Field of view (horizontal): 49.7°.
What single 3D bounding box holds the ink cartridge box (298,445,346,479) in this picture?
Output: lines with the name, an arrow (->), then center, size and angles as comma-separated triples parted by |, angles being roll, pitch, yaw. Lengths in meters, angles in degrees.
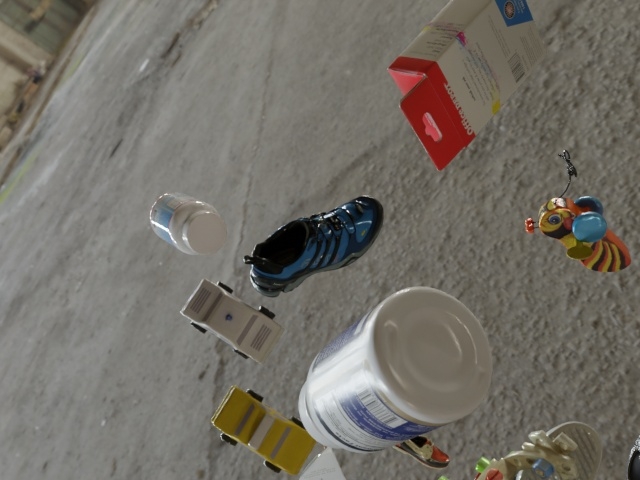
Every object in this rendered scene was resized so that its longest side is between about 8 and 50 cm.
ink cartridge box -> 0.009, 0.324, 0.736 | 0.232, 0.066, 0.189 | -154, 55, -76

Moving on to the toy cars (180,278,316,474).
toy cars -> -0.133, 0.240, 1.245 | 0.176, 0.394, 0.087 | -17, -11, -5

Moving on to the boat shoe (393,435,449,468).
boat shoe -> 0.203, 0.417, 1.397 | 0.043, 0.137, 0.049 | -64, 0, 24

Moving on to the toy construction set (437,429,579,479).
toy construction set -> 0.307, 0.452, 1.237 | 0.327, 0.215, 0.151 | -25, 45, -24

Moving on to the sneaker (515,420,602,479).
sneaker -> 0.446, 0.493, 1.371 | 0.126, 0.127, 0.321 | 31, 98, 20

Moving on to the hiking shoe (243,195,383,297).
hiking shoe -> 0.000, 0.000, 1.326 | 0.304, 0.132, 0.113 | -33, 67, -14

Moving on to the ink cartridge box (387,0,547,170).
ink cartridge box -> 0.182, -0.220, 0.910 | 0.231, 0.134, 0.078 | -47, 38, -10

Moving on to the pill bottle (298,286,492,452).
pill bottle -> 0.045, 0.107, 0.523 | 0.169, 0.094, 0.094 | -48, 23, 55

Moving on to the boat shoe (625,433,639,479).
boat shoe -> 0.661, 0.401, 1.379 | 0.075, 0.065, 0.206 | 29, 91, 51

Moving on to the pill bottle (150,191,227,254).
pill bottle -> -0.211, -0.026, 1.112 | 0.087, 0.087, 0.160 | -59, 32, -6

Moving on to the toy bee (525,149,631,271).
toy bee -> 0.552, -0.041, 1.543 | 0.162, 0.298, 0.195 | -29, -1, 30
